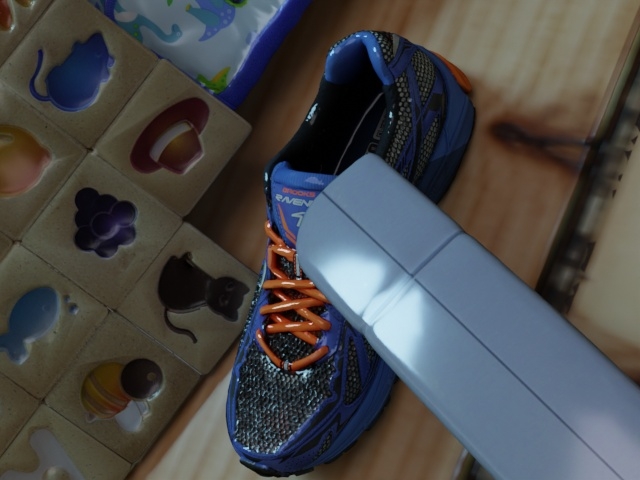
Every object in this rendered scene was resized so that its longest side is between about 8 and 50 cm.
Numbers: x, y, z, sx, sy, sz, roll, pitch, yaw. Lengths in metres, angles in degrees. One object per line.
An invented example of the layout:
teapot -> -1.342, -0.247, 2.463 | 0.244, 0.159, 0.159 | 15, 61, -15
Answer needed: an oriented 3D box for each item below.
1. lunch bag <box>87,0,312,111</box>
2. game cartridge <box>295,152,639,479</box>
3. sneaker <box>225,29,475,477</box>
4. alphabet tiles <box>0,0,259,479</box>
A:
lunch bag -> -0.064, -0.154, 0.699 | 0.151, 0.096, 0.128 | 39, 99, 26
game cartridge -> 0.114, 0.096, 0.453 | 0.062, 0.198, 0.297 | -48, 57, 5
sneaker -> 0.000, 0.000, 0.612 | 0.083, 0.087, 0.221 | 9, 76, 30
alphabet tiles -> -0.209, -0.011, 0.637 | 0.343, 0.011, 0.285 | 37, 91, -10
